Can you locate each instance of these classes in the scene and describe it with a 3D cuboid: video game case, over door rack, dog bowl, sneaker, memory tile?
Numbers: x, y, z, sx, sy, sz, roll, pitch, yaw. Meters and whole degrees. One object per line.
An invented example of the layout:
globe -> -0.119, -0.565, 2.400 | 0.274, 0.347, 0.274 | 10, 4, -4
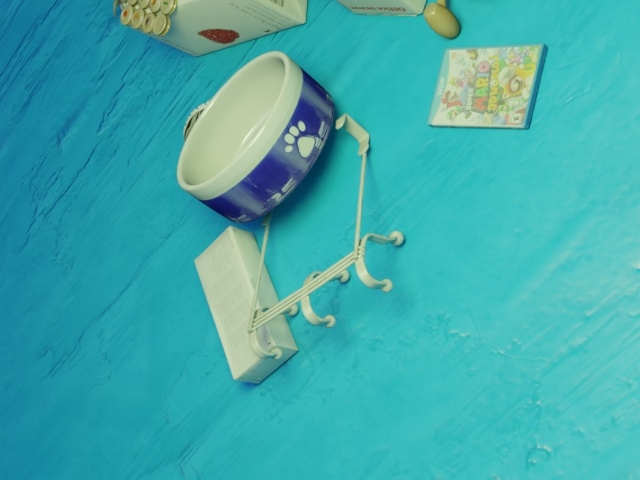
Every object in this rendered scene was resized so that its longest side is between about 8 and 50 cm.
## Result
video game case -> 0.230, -0.215, 1.349 | 0.166, 0.015, 0.119 | 8, 82, 44
over door rack -> 0.000, 0.000, 1.442 | 0.240, 0.108, 0.324 | -35, 40, 29
dog bowl -> -0.105, -0.162, 1.522 | 0.265, 0.104, 0.264 | -36, 33, 28
sneaker -> -0.175, -0.207, 1.690 | 0.170, 0.063, 0.074 | -35, 48, 24
memory tile -> -0.293, -0.414, 1.659 | 0.148, 0.012, 0.113 | 25, 99, 43

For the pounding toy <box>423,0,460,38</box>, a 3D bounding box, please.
pounding toy -> 0.188, -0.438, 1.365 | 0.155, 0.154, 0.269 | 26, 94, 45

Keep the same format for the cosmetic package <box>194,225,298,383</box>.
cosmetic package -> -0.120, 0.100, 1.537 | 0.099, 0.060, 0.239 | -43, 51, 27

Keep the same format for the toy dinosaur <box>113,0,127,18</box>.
toy dinosaur -> -0.366, -0.622, 1.964 | 0.313, 0.121, 0.160 | -62, 8, -11

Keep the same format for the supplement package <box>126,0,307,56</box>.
supplement package -> -0.181, -0.458, 1.699 | 0.293, 0.178, 0.175 | -6, 75, 43

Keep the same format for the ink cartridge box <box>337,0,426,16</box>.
ink cartridge box -> 0.052, -0.422, 1.452 | 0.153, 0.208, 0.086 | 15, 84, 44
